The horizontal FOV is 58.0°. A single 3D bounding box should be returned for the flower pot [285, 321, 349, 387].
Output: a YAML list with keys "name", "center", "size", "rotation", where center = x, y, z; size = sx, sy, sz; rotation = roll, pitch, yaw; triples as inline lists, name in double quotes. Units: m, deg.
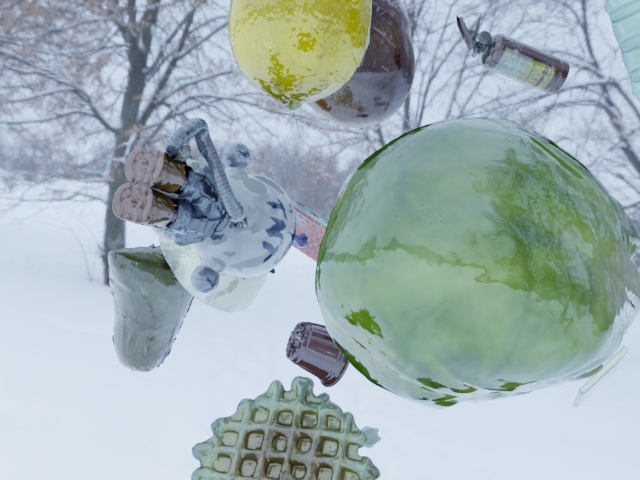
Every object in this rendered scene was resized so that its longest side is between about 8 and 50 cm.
- name: "flower pot"
  center: [-0.008, 0.187, 0.998]
  size: [0.089, 0.111, 0.111]
  rotation: [25, -4, -20]

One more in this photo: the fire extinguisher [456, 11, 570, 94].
- name: "fire extinguisher"
  center: [0.389, -0.393, 1.209]
  size: [0.251, 0.106, 0.075]
  rotation: [19, -40, -9]

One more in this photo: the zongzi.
- name: "zongzi"
  center: [-0.462, 0.177, 1.432]
  size: [0.174, 0.356, 0.393]
  rotation: [22, 5, 12]

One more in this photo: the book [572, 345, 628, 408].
- name: "book"
  center: [0.615, 0.306, 1.276]
  size: [0.016, 0.138, 0.199]
  rotation: [45, -4, 30]

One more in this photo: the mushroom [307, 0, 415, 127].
- name: "mushroom"
  center: [0.078, -0.456, 1.410]
  size: [0.344, 0.346, 0.239]
  rotation: [7, -13, -9]

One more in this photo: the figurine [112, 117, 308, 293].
- name: "figurine"
  center: [-0.176, -0.040, 0.969]
  size: [0.186, 0.261, 0.382]
  rotation: [29, 4, 32]

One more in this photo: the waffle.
- name: "waffle"
  center: [-0.069, 0.393, 0.992]
  size: [0.292, 0.309, 0.056]
  rotation: [42, -18, 33]

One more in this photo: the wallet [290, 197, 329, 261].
- name: "wallet"
  center: [0.000, 0.000, 1.228]
  size: [0.196, 0.103, 0.020]
  rotation: [32, 29, 8]

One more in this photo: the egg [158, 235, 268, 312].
- name: "egg"
  center: [-0.233, -0.005, 1.465]
  size: [0.201, 0.337, 0.337]
  rotation: [-40, -24, 27]

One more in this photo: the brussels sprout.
- name: "brussels sprout"
  center: [0.126, 0.024, 0.445]
  size: [0.271, 0.210, 0.219]
  rotation: [17, -28, -26]

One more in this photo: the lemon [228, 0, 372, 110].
- name: "lemon"
  center: [-0.033, -0.386, 0.987]
  size: [0.245, 0.320, 0.245]
  rotation: [8, 10, -2]

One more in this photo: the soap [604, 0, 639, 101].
- name: "soap"
  center: [0.647, -0.375, 0.895]
  size: [0.115, 0.208, 0.346]
  rotation: [-26, 6, -31]

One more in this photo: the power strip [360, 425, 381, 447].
- name: "power strip"
  center: [0.116, 0.520, 1.520]
  size: [0.083, 0.055, 0.035]
  rotation: [-12, -18, -10]
